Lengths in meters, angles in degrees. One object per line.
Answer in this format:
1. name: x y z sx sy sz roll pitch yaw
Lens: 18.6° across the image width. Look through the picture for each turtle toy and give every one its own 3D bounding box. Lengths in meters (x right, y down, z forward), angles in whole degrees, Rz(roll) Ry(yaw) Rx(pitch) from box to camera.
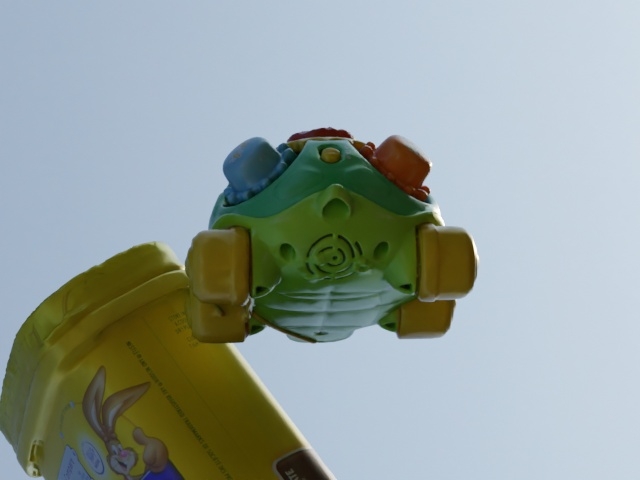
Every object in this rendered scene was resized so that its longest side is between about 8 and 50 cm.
1. turtle toy: 0.000 0.000 0.671 0.130 0.095 0.066 106 163 -72

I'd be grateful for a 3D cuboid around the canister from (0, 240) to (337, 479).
1. canister: -0.041 0.102 0.724 0.073 0.126 0.170 -29 -109 -28
